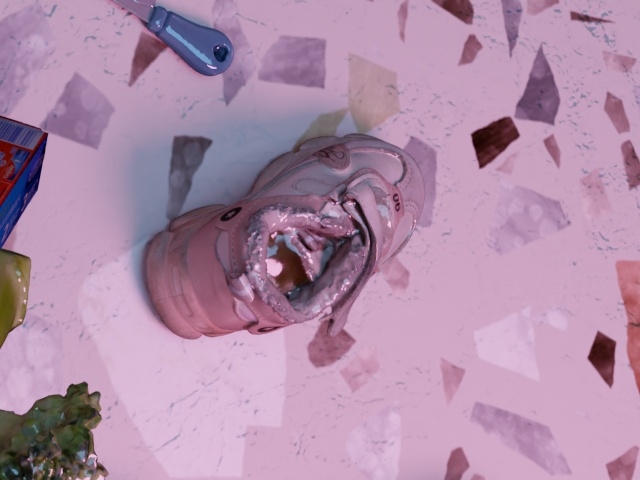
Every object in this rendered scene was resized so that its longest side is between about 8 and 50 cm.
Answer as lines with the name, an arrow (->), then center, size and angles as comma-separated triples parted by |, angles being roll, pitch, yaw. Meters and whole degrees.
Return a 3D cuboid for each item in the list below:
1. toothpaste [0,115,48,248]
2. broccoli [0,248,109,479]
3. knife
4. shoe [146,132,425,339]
toothpaste -> -0.332, -0.005, 1.607 | 0.066, 0.076, 0.320 | 18, 33, 2
broccoli -> -0.392, 0.180, 1.581 | 0.353, 0.397, 0.275 | -14, 135, -16
knife -> -0.192, -0.256, 1.857 | 0.244, 0.032, 0.058 | 35, 72, -23
shoe -> 0.002, 0.002, 1.867 | 0.351, 0.198, 0.172 | -32, 106, -30
